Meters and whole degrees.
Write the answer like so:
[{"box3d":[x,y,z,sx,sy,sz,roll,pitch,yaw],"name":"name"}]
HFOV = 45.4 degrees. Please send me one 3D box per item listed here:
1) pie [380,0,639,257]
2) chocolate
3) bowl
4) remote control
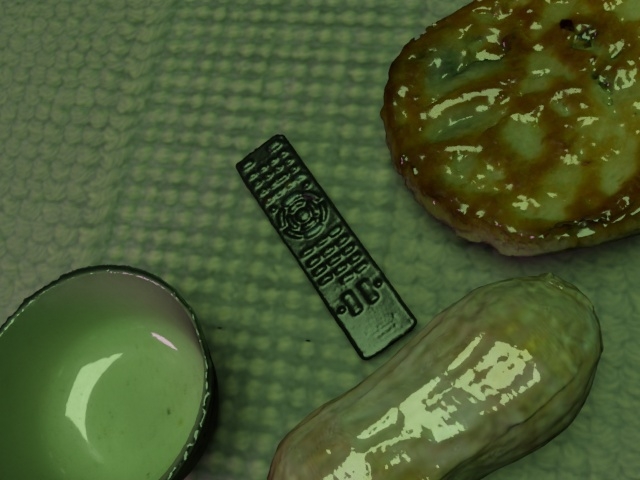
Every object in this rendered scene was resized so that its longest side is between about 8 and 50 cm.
[{"box3d":[0.204,-0.124,0.697,0.314,0.092,0.315,-6,64,13],"name":"pie"},{"box3d":[0.090,0.138,0.589,0.309,0.134,0.134,-36,66,-6],"name":"chocolate"},{"box3d":[-0.177,0.138,0.655,0.211,0.112,0.212,-4,68,9],"name":"bowl"},{"box3d":[0.000,0.000,0.720,0.063,0.025,0.245,-33,67,-1],"name":"remote control"}]
